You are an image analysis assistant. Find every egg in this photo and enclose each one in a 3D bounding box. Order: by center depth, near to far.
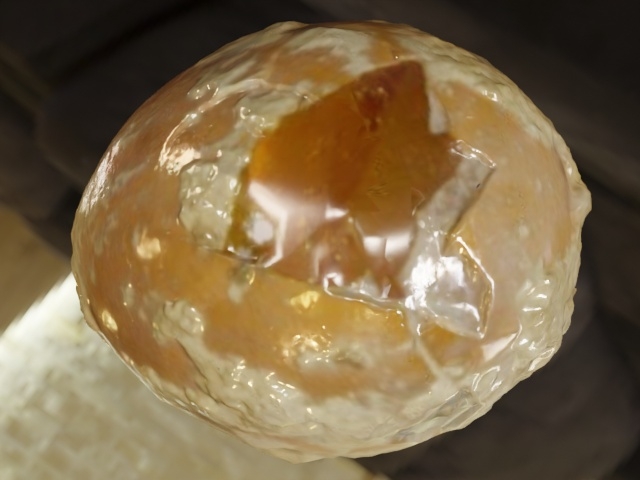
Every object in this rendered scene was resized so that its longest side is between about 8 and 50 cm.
[{"bbox_3d":[0.000,0.000,0.855,0.233,0.195,0.195,3,159,22],"label":"egg"}]
